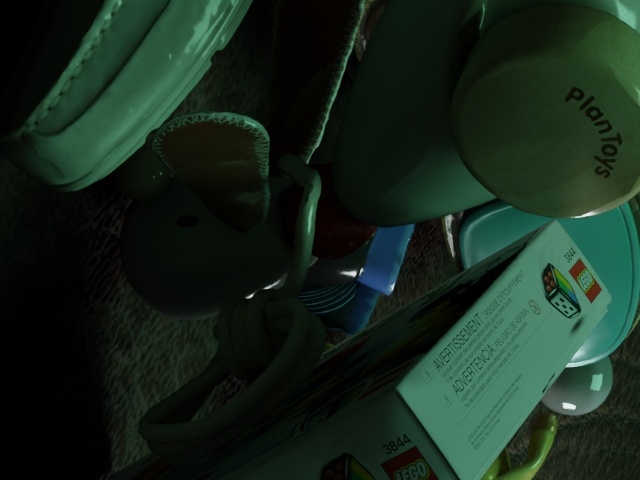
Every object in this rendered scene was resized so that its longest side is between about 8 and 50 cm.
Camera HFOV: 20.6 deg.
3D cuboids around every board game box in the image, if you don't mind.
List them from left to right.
[{"bbox_3d":[-0.029,0.108,0.788,0.053,0.305,0.193,56,31,-3],"label":"board game box"}]

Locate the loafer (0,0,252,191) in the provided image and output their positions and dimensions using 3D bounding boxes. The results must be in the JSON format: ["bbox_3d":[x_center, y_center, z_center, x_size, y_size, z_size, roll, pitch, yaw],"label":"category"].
[{"bbox_3d":[-0.061,-0.175,0.721,0.111,0.112,0.319,28,85,-30],"label":"loafer"}]

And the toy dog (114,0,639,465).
[{"bbox_3d":[0.014,-0.073,0.760,0.161,0.334,0.220,52,18,-17],"label":"toy dog"}]

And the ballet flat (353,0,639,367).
[{"bbox_3d":[0.109,-0.062,0.989,0.123,0.123,0.348,-64,144,-25],"label":"ballet flat"}]

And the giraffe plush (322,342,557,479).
[{"bbox_3d":[0.023,0.131,1.109,0.170,0.210,0.181,24,94,-37],"label":"giraffe plush"}]

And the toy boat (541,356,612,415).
[{"bbox_3d":[0.194,0.009,1.381,0.267,0.148,0.318,-95,-164,-51],"label":"toy boat"}]

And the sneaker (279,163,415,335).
[{"bbox_3d":[0.000,0.000,1.044,0.232,0.090,0.081,115,-5,-77],"label":"sneaker"}]

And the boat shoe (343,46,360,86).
[{"bbox_3d":[0.092,-0.133,1.133,0.158,0.127,0.340,-63,151,-8],"label":"boat shoe"}]
